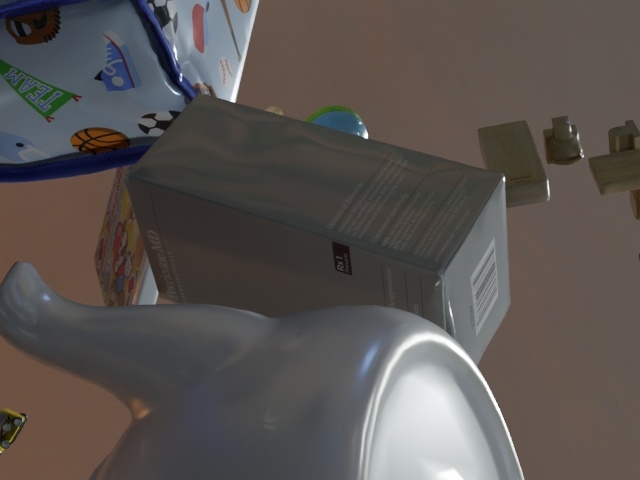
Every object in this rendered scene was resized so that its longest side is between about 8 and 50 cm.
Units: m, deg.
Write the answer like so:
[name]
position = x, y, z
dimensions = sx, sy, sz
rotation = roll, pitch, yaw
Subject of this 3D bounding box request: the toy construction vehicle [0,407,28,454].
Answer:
[toy construction vehicle]
position = -0.305, 0.196, 1.270
dimensions = 0.035, 0.086, 0.098
rotation = 31, -84, -2

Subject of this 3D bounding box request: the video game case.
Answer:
[video game case]
position = -0.208, -0.011, 1.614
dimensions = 0.026, 0.227, 0.206
rotation = 6, -149, -22

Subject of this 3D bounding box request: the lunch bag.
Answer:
[lunch bag]
position = -0.270, -0.231, 1.309
dimensions = 0.385, 0.239, 0.328
rotation = -7, -135, 21

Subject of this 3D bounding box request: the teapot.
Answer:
[teapot]
position = -0.021, 0.157, 0.609
dimensions = 0.187, 0.252, 0.256
rotation = -13, -121, 24

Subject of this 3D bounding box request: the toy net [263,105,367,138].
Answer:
[toy net]
position = -0.068, -0.086, 1.389
dimensions = 0.045, 0.232, 0.122
rotation = -114, -139, -55

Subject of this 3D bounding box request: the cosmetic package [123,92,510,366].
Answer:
[cosmetic package]
position = 0.000, 0.000, 0.949
dimensions = 0.238, 0.127, 0.107
rotation = 14, -131, 25

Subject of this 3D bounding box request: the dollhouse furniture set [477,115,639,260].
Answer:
[dollhouse furniture set]
position = 0.246, -0.037, 1.408
dimensions = 0.151, 0.123, 0.144
rotation = -10, -146, 3
